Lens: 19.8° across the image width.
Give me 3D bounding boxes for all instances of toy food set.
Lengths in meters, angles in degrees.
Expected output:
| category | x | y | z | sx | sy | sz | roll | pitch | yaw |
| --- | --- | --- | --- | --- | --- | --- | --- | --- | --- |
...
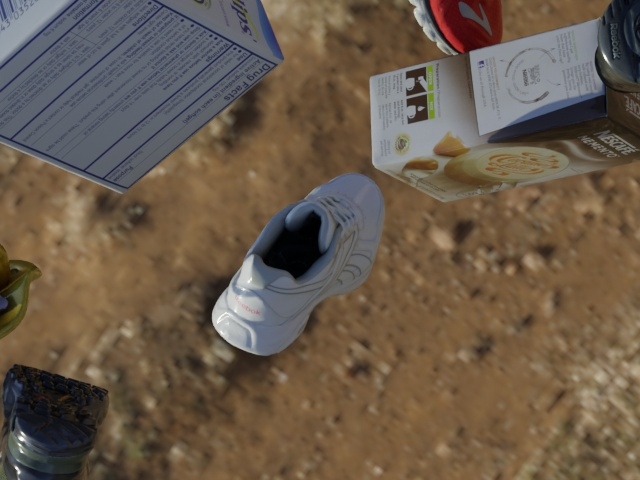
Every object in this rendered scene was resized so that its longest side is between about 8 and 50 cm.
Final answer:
| category | x | y | z | sx | sy | sz | roll | pitch | yaw |
| --- | --- | --- | --- | --- | --- | --- | --- | --- | --- |
| toy food set | -0.350 | 0.064 | 1.603 | 0.218 | 0.071 | 0.128 | -36 | 34 | -16 |

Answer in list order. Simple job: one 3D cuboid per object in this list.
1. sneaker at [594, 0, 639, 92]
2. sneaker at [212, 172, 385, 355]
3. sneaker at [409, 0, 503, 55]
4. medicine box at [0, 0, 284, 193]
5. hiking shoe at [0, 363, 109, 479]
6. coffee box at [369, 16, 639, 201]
| category | x | y | z | sx | sy | sz | roll | pitch | yaw |
| --- | --- | --- | --- | --- | --- | --- | --- | --- | --- |
| sneaker | 0.353 | -0.198 | 1.519 | 0.286 | 0.130 | 0.109 | -18 | 83 | -5 |
| sneaker | 0.000 | 0.000 | 1.596 | 0.232 | 0.090 | 0.115 | -51 | -11 | -45 |
| sneaker | 0.148 | -0.291 | 1.720 | 0.118 | 0.279 | 0.107 | 14 | 39 | 33 |
| medicine box | -0.238 | -0.216 | 1.993 | 0.263 | 0.289 | 0.149 | -37 | 54 | 24 |
| hiking shoe | -0.215 | 0.165 | 1.391 | 0.227 | 0.086 | 0.114 | -118 | 46 | -83 |
| coffee box | 0.188 | -0.119 | 1.748 | 0.246 | 0.141 | 0.098 | -12 | 71 | 32 |
